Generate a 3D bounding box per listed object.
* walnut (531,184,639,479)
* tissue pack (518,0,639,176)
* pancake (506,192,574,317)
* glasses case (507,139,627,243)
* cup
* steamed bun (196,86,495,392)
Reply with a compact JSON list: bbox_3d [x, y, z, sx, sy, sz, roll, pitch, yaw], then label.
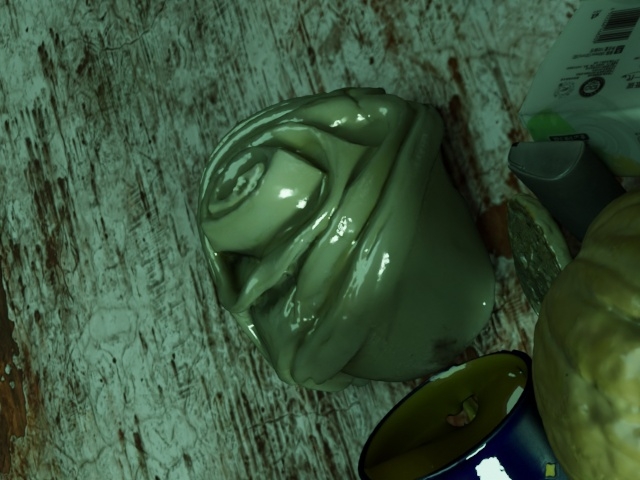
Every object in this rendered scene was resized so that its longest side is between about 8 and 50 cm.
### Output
[{"bbox_3d":[0.324,0.106,0.893,0.333,0.333,0.333,1,92,44],"label":"walnut"},{"bbox_3d":[0.316,-0.118,0.997,0.229,0.145,0.159,0,48,44],"label":"tissue pack"},{"bbox_3d":[0.210,0.023,1.126,0.151,0.025,0.151,157,90,-81],"label":"pancake"},{"bbox_3d":[0.239,-0.024,1.040,0.072,0.190,0.042,11,69,47],"label":"glasses case"},{"bbox_3d":[0.192,0.227,1.081,0.178,0.255,0.256,-26,108,35],"label":"cup"},{"bbox_3d":[-0.007,0.003,1.254,0.310,0.219,0.324,-23,75,43],"label":"steamed bun"}]
